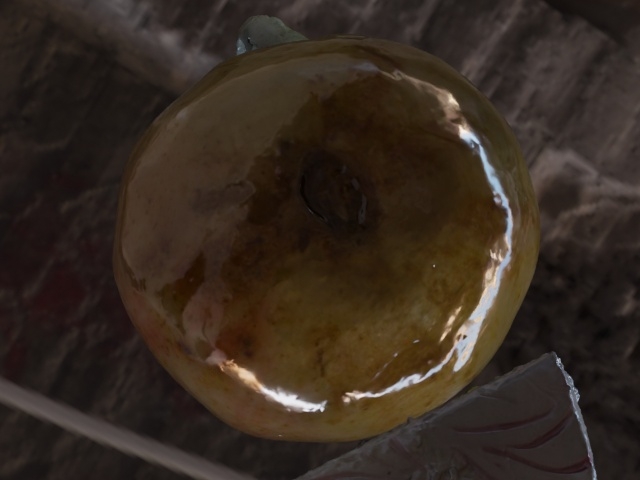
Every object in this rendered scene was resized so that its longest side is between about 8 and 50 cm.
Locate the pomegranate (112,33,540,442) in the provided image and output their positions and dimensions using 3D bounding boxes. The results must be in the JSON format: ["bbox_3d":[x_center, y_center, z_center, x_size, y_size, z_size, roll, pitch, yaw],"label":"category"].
[{"bbox_3d":[0.000,0.000,1.065,0.338,0.338,0.338,-54,-168,18],"label":"pomegranate"}]

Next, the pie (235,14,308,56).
[{"bbox_3d":[0.038,-0.110,1.375,0.075,0.337,0.337,-47,-169,-4],"label":"pie"}]

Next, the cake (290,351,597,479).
[{"bbox_3d":[0.031,0.074,0.449,0.052,0.121,0.065,56,30,-80],"label":"cake"}]
